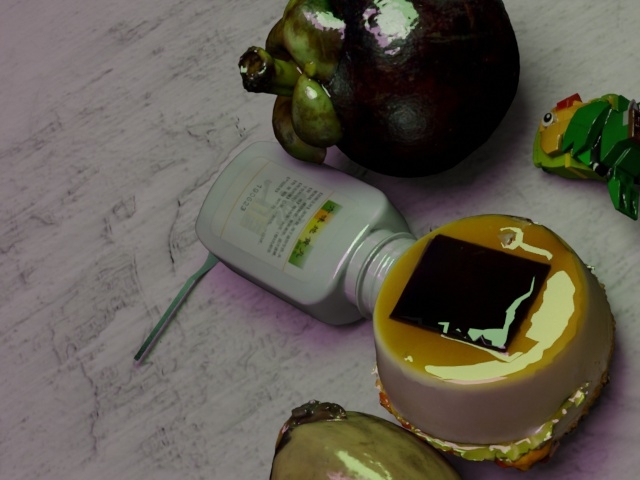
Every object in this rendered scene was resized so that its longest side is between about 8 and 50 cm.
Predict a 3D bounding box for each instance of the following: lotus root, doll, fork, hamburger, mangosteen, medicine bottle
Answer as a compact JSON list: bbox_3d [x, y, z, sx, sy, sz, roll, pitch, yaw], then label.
[{"bbox_3d":[0.078,0.299,1.642,0.310,0.183,0.183,24,78,32],"label":"lotus root"},{"bbox_3d":[0.334,-0.112,1.771,0.186,0.106,0.134,25,92,54],"label":"doll"},{"bbox_3d":[-0.185,0.068,2.022,0.039,0.021,0.235,28,81,41],"label":"fork"},{"bbox_3d":[0.195,0.113,1.679,0.276,0.179,0.294,13,61,29],"label":"hamburger"},{"bbox_3d":[0.092,-0.218,1.834,0.330,0.330,0.330,-14,58,23],"label":"mangosteen"},{"bbox_3d":[0.000,0.000,1.890,0.324,0.124,0.179,26,76,39],"label":"medicine bottle"}]
